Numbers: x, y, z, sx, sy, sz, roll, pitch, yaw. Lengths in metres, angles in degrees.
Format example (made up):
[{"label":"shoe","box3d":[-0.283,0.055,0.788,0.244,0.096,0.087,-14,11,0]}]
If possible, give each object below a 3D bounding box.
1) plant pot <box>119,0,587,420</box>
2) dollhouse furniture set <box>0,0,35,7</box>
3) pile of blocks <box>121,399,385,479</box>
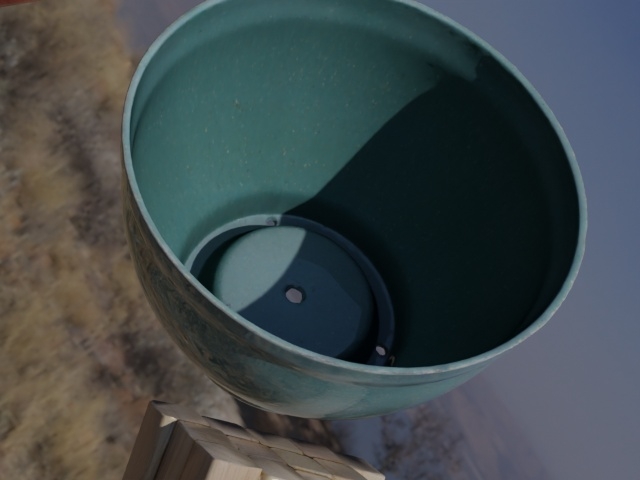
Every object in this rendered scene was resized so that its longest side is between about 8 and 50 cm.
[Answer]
[{"label":"plant pot","box3d":[0.000,0.000,0.780,0.293,0.293,0.196,59,-31,22]},{"label":"dollhouse furniture set","box3d":[-0.206,-0.073,0.419,0.374,0.201,0.152,35,-9,37]},{"label":"pile of blocks","box3d":[-0.091,0.224,0.415,0.149,0.362,0.112,47,-10,-27]}]
